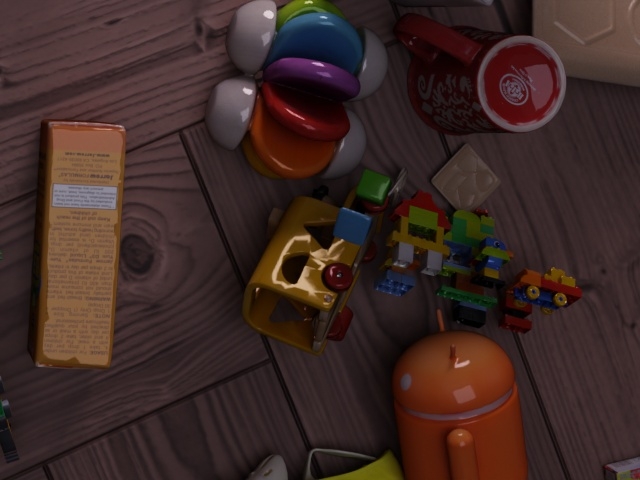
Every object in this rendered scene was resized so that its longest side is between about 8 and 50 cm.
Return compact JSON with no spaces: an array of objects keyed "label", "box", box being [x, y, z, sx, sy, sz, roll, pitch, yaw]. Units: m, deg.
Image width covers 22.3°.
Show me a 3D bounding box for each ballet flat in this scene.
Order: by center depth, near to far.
[{"label":"ballet flat","box":[-0.021,0.251,1.640,0.231,0.077,0.077,-5,77,-18]}]

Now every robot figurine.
[{"label":"robot figurine","box":[0.138,0.183,1.619,0.158,0.128,0.219,-32,122,-43]}]

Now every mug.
[{"label":"mug","box":[0.148,-0.156,1.579,0.150,0.169,0.113,8,95,-17]}]

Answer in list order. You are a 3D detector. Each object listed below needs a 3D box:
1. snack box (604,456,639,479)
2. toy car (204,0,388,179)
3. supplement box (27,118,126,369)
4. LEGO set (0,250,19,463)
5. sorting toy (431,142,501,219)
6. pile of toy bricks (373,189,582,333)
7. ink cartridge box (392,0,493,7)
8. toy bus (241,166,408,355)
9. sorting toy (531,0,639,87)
[{"label":"snack box","box":[0.385,0.280,1.766,0.141,0.037,0.100,-12,101,-14]},{"label":"toy car","box":[-0.015,-0.144,1.552,0.159,0.136,0.182,15,92,-16]},{"label":"supplement box","box":[-0.233,0.003,1.541,0.080,0.078,0.233,1,96,-16]},{"label":"LEGO set","box":[-0.422,0.131,1.483,0.331,0.192,0.255,-25,73,-15]},{"label":"sorting toy","box":[0.140,-0.052,1.671,0.083,0.012,0.062,-46,110,-10]},{"label":"pile of toy bricks","box":[0.151,0.012,1.639,0.212,0.118,0.105,16,62,-19]},{"label":"ink cartridge box","box":[0.130,-0.380,1.519,0.131,0.226,0.306,23,89,-18]},{"label":"toy bus","box":[-0.004,0.006,1.578,0.104,0.202,0.191,21,100,7]},{"label":"sorting toy","box":[0.303,-0.261,1.662,0.193,0.038,0.208,6,80,-16]}]
